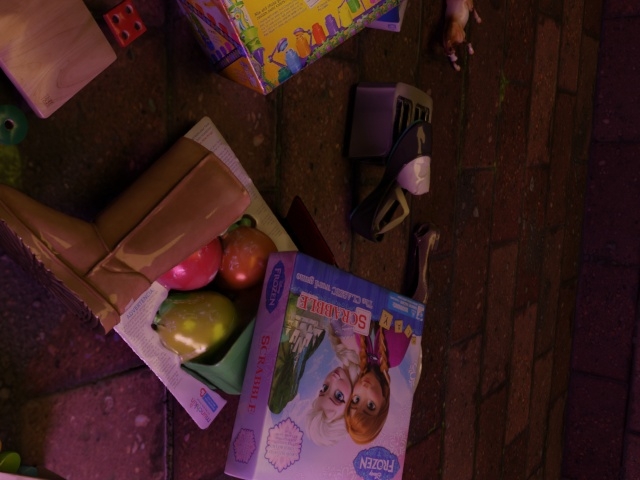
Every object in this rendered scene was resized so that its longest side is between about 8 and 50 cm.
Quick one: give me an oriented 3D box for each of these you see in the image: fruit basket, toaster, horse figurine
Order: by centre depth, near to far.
[{"bbox_3d":[-0.178,0.048,0.989,0.353,0.165,0.327,54,53,-24],"label":"fruit basket"},{"bbox_3d":[0.144,-0.243,1.366,0.168,0.110,0.185,5,92,-54],"label":"toaster"},{"bbox_3d":[0.348,-0.547,1.621,0.174,0.066,0.263,24,80,-59],"label":"horse figurine"}]

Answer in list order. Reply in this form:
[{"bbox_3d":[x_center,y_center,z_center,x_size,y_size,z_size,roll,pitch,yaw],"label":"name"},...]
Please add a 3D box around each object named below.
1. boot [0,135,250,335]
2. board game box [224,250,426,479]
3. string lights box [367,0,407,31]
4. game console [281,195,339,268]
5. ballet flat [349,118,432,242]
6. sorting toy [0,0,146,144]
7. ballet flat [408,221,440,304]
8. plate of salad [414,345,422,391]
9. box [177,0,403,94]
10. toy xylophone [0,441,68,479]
[{"bbox_3d":[-0.254,-0.047,0.830,0.236,0.089,0.269,49,56,-13],"label":"boot"},{"bbox_3d":[0.026,0.212,1.010,0.319,0.066,0.317,23,71,-41],"label":"board game box"},{"bbox_3d":[0.122,-0.522,1.230,0.259,0.077,0.133,53,51,-73],"label":"string lights box"},{"bbox_3d":[0.000,0.000,1.180,0.124,0.085,0.144,1,55,-54],"label":"game console"},{"bbox_3d":[0.161,-0.105,1.310,0.095,0.096,0.280,-9,141,-43],"label":"ballet flat"},{"bbox_3d":[-0.328,-0.243,0.784,0.274,0.046,0.132,-55,136,-31],"label":"sorting toy"},{"bbox_3d":[0.239,0.077,1.603,0.058,0.084,0.249,11,91,-10],"label":"ballet flat"},{"bbox_3d":[0.201,0.298,1.599,0.200,0.048,0.199,-4,94,-62],"label":"plate of salad"},{"bbox_3d":[-0.060,-0.413,0.922,0.290,0.177,0.279,-37,129,-15],"label":"box"},{"bbox_3d":[-0.391,0.316,0.689,0.322,0.081,0.236,79,32,-57],"label":"toy xylophone"}]
